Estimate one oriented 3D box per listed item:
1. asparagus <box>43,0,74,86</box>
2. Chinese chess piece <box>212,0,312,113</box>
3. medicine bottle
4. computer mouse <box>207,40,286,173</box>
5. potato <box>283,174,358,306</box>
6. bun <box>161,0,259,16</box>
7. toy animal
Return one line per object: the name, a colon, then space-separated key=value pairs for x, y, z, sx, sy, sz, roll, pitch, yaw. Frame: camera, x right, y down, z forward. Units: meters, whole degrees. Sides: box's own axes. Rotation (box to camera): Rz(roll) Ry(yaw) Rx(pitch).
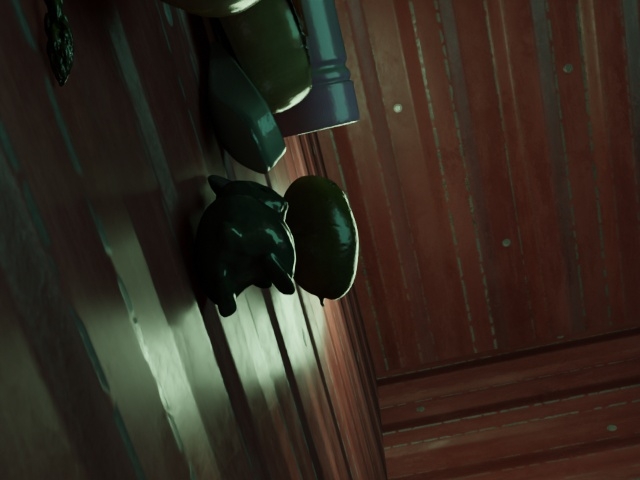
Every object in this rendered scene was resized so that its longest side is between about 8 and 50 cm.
asparagus: x=-0.205 y=-0.225 z=0.555 sx=0.022 sy=0.023 sz=0.233 roll=-8 pitch=84 yaw=-40
Chinese chess piece: x=-0.098 y=-0.315 z=1.164 sx=0.250 sy=0.103 sz=0.250 roll=156 pitch=-90 yaw=-86
medicine bottle: x=-0.056 y=-0.353 z=1.408 sx=0.202 sy=0.202 sz=0.316 roll=-67 pitch=144 yaw=-81
computer mouse: x=-0.119 y=-0.182 z=1.078 sx=0.231 sy=0.079 sz=0.128 roll=-121 pitch=-172 yaw=-46
potato: x=0.000 y=0.000 z=1.460 sx=0.174 sy=0.159 sz=0.251 roll=5 pitch=80 yaw=-59
bun: x=-0.144 y=-0.328 z=0.658 sx=0.299 sy=0.164 sz=0.299 roll=-13 pitch=90 yaw=-70
toy animal: x=-0.085 y=-0.025 z=0.876 sx=0.236 sy=0.108 sz=0.138 roll=-96 pitch=171 yaw=-51
